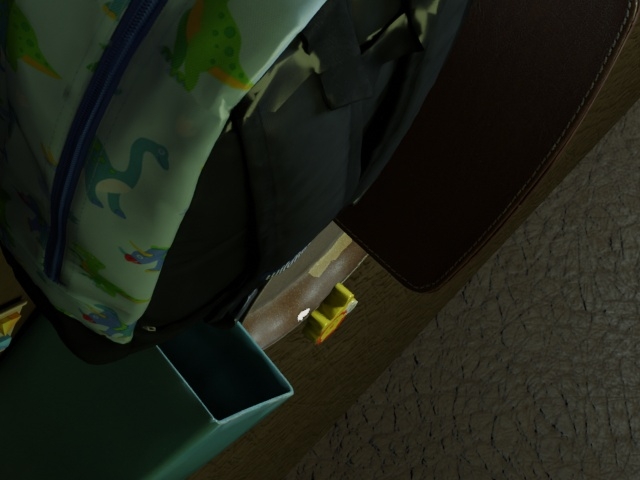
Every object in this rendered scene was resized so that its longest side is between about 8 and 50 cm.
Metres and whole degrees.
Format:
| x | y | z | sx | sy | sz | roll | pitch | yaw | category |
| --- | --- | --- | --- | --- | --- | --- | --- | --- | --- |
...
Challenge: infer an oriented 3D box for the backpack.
| x | y | z | sx | sy | sz | roll | pitch | yaw | category |
| --- | --- | --- | --- | --- | --- | --- | --- | --- | --- |
| -0.051 | -0.105 | 0.661 | 0.290 | 0.273 | 0.355 | -42 | -172 | -14 | backpack |

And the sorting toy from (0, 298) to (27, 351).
| x | y | z | sx | sy | sz | roll | pitch | yaw | category |
| --- | --- | --- | --- | --- | --- | --- | --- | --- | --- |
| -0.252 | 0.078 | 1.001 | 0.083 | 0.012 | 0.062 | -30 | 159 | -54 | sorting toy |

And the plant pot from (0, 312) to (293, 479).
| x | y | z | sx | sy | sz | roll | pitch | yaw | category |
| --- | --- | --- | --- | --- | --- | --- | --- | --- | --- |
| -0.179 | 0.148 | 1.128 | 0.234 | 0.166 | 0.165 | -44 | 168 | 16 | plant pot |

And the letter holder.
| x | y | z | sx | sy | sz | roll | pitch | yaw | category |
| --- | --- | --- | --- | --- | --- | --- | --- | --- | --- |
| 0.105 | -0.138 | 0.935 | 0.152 | 0.214 | 0.302 | -33 | 162 | -43 | letter holder |

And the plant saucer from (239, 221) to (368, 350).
| x | y | z | sx | sy | sz | roll | pitch | yaw | category |
| --- | --- | --- | --- | --- | --- | --- | --- | --- | --- |
| 0.000 | 0.000 | 1.504 | 0.310 | 0.050 | 0.310 | -44 | 166 | -14 | plant saucer |

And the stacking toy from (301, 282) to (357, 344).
| x | y | z | sx | sy | sz | roll | pitch | yaw | category |
| --- | --- | --- | --- | --- | --- | --- | --- | --- | --- |
| 0.011 | -0.050 | 1.128 | 0.221 | 0.167 | 0.052 | -48 | 167 | 0 | stacking toy |
